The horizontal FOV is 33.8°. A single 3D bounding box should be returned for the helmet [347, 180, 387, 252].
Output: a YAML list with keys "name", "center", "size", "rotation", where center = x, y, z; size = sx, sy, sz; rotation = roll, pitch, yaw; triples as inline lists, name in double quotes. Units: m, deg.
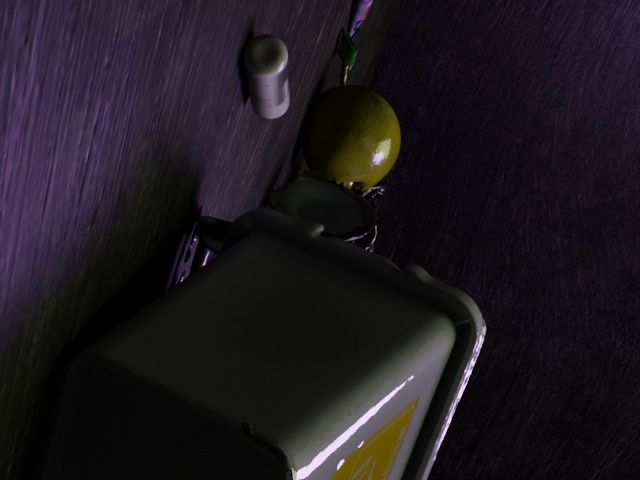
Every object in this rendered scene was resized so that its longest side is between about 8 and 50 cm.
- name: "helmet"
  center: [0.000, 0.000, 1.865]
  size: [0.305, 0.177, 0.225]
  rotation: [-63, 169, -48]

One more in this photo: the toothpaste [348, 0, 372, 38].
- name: "toothpaste"
  center: [0.066, -0.388, 1.801]
  size: [0.045, 0.028, 0.170]
  rotation: [-62, 180, -13]

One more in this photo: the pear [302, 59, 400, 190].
- name: "pear"
  center: [0.046, -0.191, 1.754]
  size: [0.180, 0.166, 0.216]
  rotation: [58, 20, -77]

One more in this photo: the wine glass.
- name: "wine glass"
  center: [-0.038, 0.083, 1.658]
  size: [0.190, 0.191, 0.357]
  rotation: [-66, 172, -61]

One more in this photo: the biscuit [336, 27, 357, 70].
- name: "biscuit"
  center: [0.045, -0.317, 1.759]
  size: [0.016, 0.046, 0.089]
  rotation: [-26, 169, -12]

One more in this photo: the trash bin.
- name: "trash bin"
  center: [-0.066, 0.133, 0.847]
  size: [0.368, 0.296, 0.255]
  rotation: [-28, 141, -65]

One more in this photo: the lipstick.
- name: "lipstick"
  center: [-0.048, -0.149, 0.967]
  size: [0.141, 0.040, 0.040]
  rotation: [97, 14, -80]
